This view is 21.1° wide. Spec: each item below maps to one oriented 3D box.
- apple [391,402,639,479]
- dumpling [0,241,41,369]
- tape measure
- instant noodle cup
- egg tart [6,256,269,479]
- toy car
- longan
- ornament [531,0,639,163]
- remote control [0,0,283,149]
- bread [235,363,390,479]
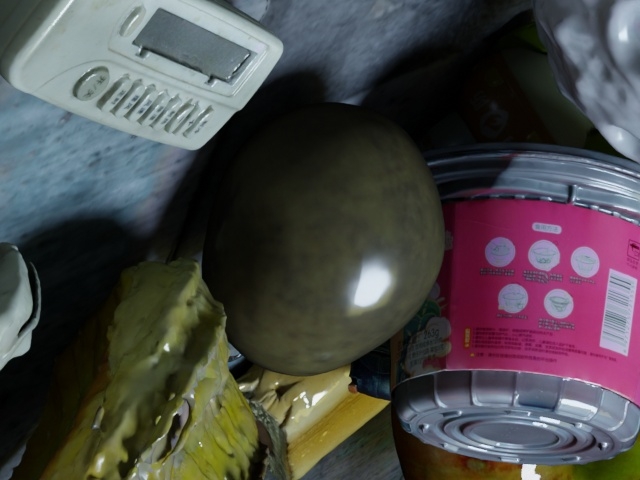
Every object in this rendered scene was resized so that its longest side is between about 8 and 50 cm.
[{"bbox_3d":[0.230,0.181,1.733,0.339,0.339,0.339,-39,159,-19],"label":"apple"},{"bbox_3d":[-0.284,0.148,0.908,0.395,0.233,0.315,-54,-168,7],"label":"dumpling"},{"bbox_3d":[0.002,0.076,1.405,0.180,0.104,0.107,1,139,0],"label":"tape measure"},{"bbox_3d":[0.151,0.060,1.267,0.258,0.303,0.181,52,42,-61],"label":"instant noodle cup"},{"bbox_3d":[-0.138,0.179,1.089,0.352,0.150,0.352,-58,-172,13],"label":"egg tart"},{"bbox_3d":[0.138,-0.048,1.423,0.235,0.145,0.235,-24,158,-11],"label":"toy car"},{"bbox_3d":[0.000,0.000,1.160,0.187,0.167,0.167,-53,160,0],"label":"longan"},{"bbox_3d":[0.305,-0.189,1.174,0.337,0.337,0.337,-39,159,-19],"label":"ornament"},{"bbox_3d":[-0.100,-0.106,0.933,0.090,0.049,0.230,-51,159,10],"label":"remote control"},{"bbox_3d":[-0.003,0.122,1.505,0.173,0.085,0.134,-36,150,-22],"label":"bread"}]
